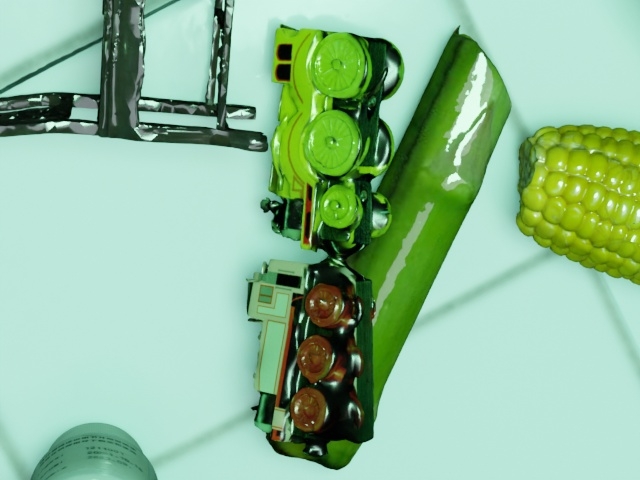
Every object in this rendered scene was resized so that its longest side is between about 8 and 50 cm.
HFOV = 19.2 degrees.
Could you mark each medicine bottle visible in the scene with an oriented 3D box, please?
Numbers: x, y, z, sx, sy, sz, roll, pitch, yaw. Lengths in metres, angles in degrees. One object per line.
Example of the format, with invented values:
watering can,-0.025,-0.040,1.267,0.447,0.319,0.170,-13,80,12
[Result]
medicine bottle,-0.134,0.157,1.117,0.080,0.130,0.080,-1,101,-6

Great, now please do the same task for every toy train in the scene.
toy train,0.000,0.000,1.104,0.085,0.053,0.250,5,89,34

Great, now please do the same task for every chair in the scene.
chair,-0.140,-0.109,1.072,0.229,0.106,0.113,3,103,-8

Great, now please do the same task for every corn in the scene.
corn,0.263,-0.003,1.143,0.305,0.106,0.106,17,100,-6

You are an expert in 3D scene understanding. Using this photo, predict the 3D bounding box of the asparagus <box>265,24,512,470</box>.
asparagus,0.046,0.008,1.142,0.067,0.060,0.278,32,100,28
